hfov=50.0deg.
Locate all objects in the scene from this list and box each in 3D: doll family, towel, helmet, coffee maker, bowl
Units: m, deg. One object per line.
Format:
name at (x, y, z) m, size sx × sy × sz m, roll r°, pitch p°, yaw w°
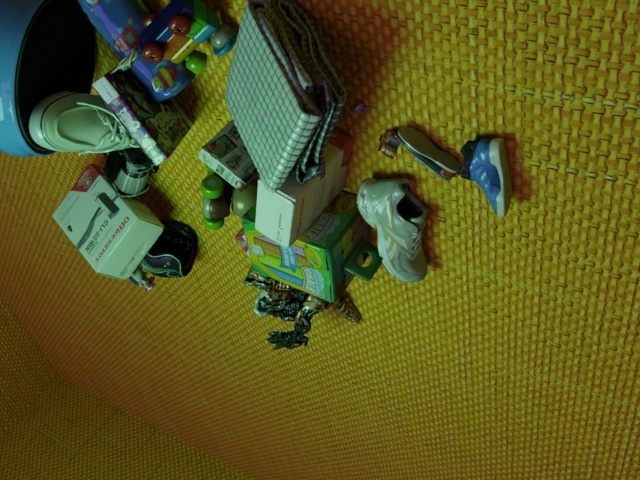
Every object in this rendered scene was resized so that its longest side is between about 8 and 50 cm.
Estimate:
doll family at (-0.586, 0.050, 2.051) m, size 0.118 × 0.263 × 0.163 m, roll -30°, pitch 125°, yaw 10°
towel at (-0.063, -0.265, 1.246) m, size 0.284 × 0.121 × 0.235 m, roll 63°, pitch 148°, yaw 25°
helmet at (-0.452, 0.025, 1.983) m, size 0.161 × 0.169 × 0.169 m, roll 14°, pitch 141°, yaw 8°
coffee maker at (-0.507, -0.222, 1.789) m, size 0.171 × 0.120 × 0.178 m, roll 41°, pitch 145°, yaw -1°
bowl at (-0.601, -0.369, 1.494) m, size 0.077 × 0.391 × 0.391 m, roll 14°, pitch 142°, yaw 3°

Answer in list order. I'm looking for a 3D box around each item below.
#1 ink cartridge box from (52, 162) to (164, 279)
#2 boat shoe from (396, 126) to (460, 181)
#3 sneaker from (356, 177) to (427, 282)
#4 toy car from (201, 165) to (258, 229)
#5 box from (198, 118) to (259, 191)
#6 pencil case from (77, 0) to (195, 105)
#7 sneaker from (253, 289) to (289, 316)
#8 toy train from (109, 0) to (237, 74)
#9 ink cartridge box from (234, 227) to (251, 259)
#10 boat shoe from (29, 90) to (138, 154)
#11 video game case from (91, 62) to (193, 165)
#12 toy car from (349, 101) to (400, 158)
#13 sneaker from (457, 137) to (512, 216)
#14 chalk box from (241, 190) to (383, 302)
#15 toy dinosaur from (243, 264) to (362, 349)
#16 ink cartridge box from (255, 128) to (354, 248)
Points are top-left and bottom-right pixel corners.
ink cartridge box at (-0.591, -0.052, 1.907) m, size 0.273 × 0.197 × 0.114 m, roll 42°, pitch -171°, yaw 29°
boat shoe at (0.196, -0.160, 1.280) m, size 0.137 × 0.049 × 0.043 m, roll 34°, pitch 148°, yaw -1°
sneaker at (0.177, -0.017, 1.418) m, size 0.121 × 0.099 × 0.262 m, roll -5°, pitch 127°, yaw 40°
toy car at (-0.184, -0.111, 1.649) m, size 0.188 × 0.149 × 0.155 m, roll 6°, pitch 146°, yaw -3°
box at (-0.141, -0.202, 1.397) m, size 0.114 × 0.207 × 0.036 m, roll 40°, pitch 145°, yaw 0°
pencil case at (-0.387, -0.434, 1.443) m, size 0.119 × 0.133 × 0.306 m, roll -31°, pitch 111°, yaw 16°
sneaker at (-0.119, 0.146, 1.879) m, size 0.085 × 0.086 × 0.237 m, roll 40°, pitch 144°, yaw 2°
toy train at (-0.292, -0.376, 1.368) m, size 0.143 × 0.105 × 0.248 m, roll 23°, pitch 137°, yaw -40°
ink cartridge box at (-0.129, 0.006, 1.747) m, size 0.150 × 0.063 × 0.109 m, roll -8°, pitch 124°, yaw 47°
boat shoe at (-0.462, -0.254, 1.539) m, size 0.156 × 0.367 × 0.136 m, roll 11°, pitch 101°, yaw 24°
video game case at (-0.382, -0.296, 1.511) m, size 0.041 × 0.232 × 0.210 m, roll -29°, pitch 111°, yaw 19°
toy car at (0.105, -0.210, 1.296) m, size 0.122 × 0.060 × 0.040 m, roll 40°, pitch 130°, yaw -5°
sneaker at (0.292, -0.113, 1.230) m, size 0.084 × 0.058 × 0.152 m, roll 4°, pitch 129°, yaw 32°
chalk box at (0.000, 0.000, 1.524) m, size 0.288 × 0.180 × 0.179 m, roll 19°, pitch 141°, yaw 24°
toy dinosaur at (-0.047, 0.161, 1.740) m, size 0.321 × 0.164 × 0.218 m, roll 32°, pitch 120°, yaw -3°
ink cartridge box at (-0.034, -0.113, 1.391) m, size 0.092 × 0.218 × 0.159 m, roll 29°, pitch 144°, yaw 14°
